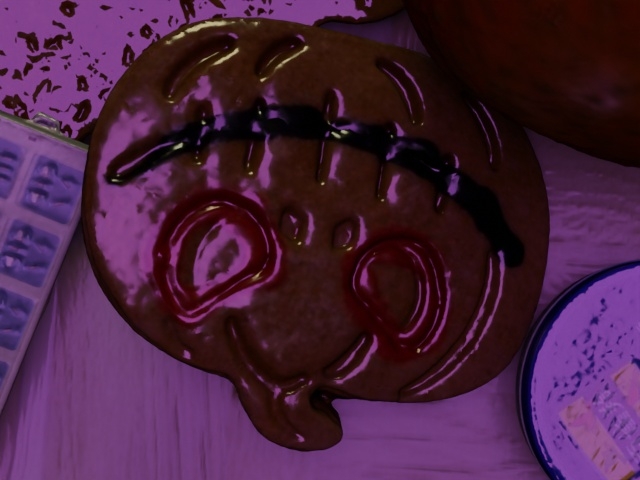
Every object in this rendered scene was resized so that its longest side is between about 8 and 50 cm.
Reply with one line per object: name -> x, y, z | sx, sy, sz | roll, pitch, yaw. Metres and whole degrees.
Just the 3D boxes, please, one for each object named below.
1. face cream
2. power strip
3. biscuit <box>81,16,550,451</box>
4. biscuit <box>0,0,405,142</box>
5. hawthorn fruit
face cream -> 0.252, 0.117, 1.156 | 0.206, 0.111, 0.206 | 0, 86, 0
power strip -> -0.276, 0.075, 1.160 | 0.106, 0.043, 0.367 | 22, 94, -6
biscuit -> 0.000, 0.000, 1.137 | 0.367, 0.063, 0.314 | 12, 82, -17
biscuit -> -0.100, -0.203, 1.198 | 0.432, 0.064, 0.283 | -21, 97, -3
hawthorn fruit -> 0.258, -0.213, 1.061 | 0.402, 0.403, 0.403 | 0, 86, -1
